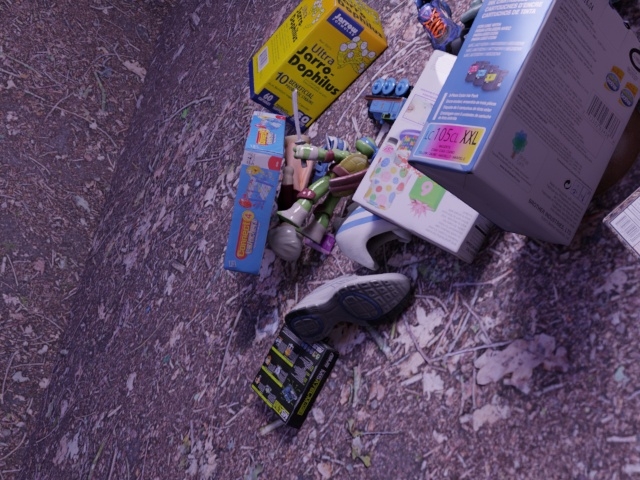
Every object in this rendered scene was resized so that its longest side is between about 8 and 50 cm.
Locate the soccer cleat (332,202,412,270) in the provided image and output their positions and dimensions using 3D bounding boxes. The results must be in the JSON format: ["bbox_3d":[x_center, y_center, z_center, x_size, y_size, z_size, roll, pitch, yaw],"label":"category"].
[{"bbox_3d":[0.172,-0.081,1.408,0.331,0.116,0.143,-49,61,7],"label":"soccer cleat"}]

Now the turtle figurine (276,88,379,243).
[{"bbox_3d":[-0.006,-0.149,1.597,0.266,0.275,0.198,-57,-6,-6],"label":"turtle figurine"}]

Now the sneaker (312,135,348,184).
[{"bbox_3d":[0.011,-0.201,1.751,0.144,0.059,0.053,-62,33,4],"label":"sneaker"}]

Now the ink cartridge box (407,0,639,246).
[{"bbox_3d":[0.338,-0.226,1.039,0.151,0.270,0.395,24,86,53],"label":"ink cartridge box"}]

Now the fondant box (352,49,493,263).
[{"bbox_3d":[0.245,-0.158,1.268,0.238,0.096,0.330,30,90,32],"label":"fondant box"}]

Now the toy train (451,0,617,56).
[{"bbox_3d":[0.404,-0.423,1.256,0.334,0.142,0.190,-22,5,41],"label":"toy train"}]

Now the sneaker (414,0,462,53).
[{"bbox_3d":[0.265,-0.506,1.600,0.083,0.087,0.221,-45,35,26],"label":"sneaker"}]

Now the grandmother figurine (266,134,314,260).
[{"bbox_3d":[-0.071,-0.106,1.721,0.104,0.207,0.342,-3,57,11],"label":"grandmother figurine"}]

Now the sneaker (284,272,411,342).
[{"bbox_3d":[0.057,0.111,1.405,0.297,0.111,0.129,-18,25,35],"label":"sneaker"}]

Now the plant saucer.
[{"bbox_3d":[0.434,-0.158,1.142,0.199,0.036,0.198,-35,40,37],"label":"plant saucer"}]

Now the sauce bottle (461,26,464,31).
[{"bbox_3d":[0.364,-0.472,1.479,0.128,0.042,0.042,-21,50,43],"label":"sauce bottle"}]

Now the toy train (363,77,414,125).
[{"bbox_3d":[0.169,-0.320,1.605,0.184,0.080,0.105,24,92,58],"label":"toy train"}]

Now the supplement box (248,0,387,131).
[{"bbox_3d":[-0.016,-0.513,1.902,0.356,0.194,0.195,-41,37,29],"label":"supplement box"}]

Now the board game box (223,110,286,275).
[{"bbox_3d":[-0.156,-0.123,1.659,0.302,0.086,0.308,-93,15,-65],"label":"board game box"}]

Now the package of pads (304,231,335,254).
[{"bbox_3d":[0.000,0.000,1.637,0.083,0.032,0.050,23,84,58],"label":"package of pads"}]

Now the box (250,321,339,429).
[{"bbox_3d":[-0.060,0.283,1.495,0.191,0.045,0.184,26,90,57],"label":"box"}]

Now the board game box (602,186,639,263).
[{"bbox_3d":[0.534,-0.027,0.798,0.291,0.141,0.232,-47,35,22],"label":"board game box"}]
